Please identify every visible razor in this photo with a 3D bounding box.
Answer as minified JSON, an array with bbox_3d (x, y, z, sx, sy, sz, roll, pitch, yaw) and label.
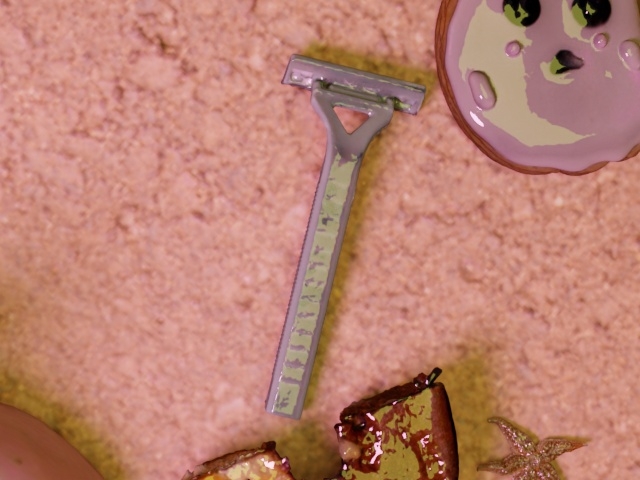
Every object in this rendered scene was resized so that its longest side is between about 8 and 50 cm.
[{"bbox_3d":[0.001,0.001,1.220,0.111,0.056,0.277,13,86,-9],"label":"razor"}]

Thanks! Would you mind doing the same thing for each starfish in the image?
[{"bbox_3d":[0.169,0.174,1.260,0.086,0.016,0.092,-37,91,-9],"label":"starfish"}]

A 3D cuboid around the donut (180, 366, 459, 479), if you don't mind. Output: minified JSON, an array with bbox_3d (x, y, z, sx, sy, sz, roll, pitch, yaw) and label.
[{"bbox_3d":[0.003,0.194,1.200,0.217,0.085,0.141,-17,91,-7],"label":"donut"}]

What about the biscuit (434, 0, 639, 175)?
[{"bbox_3d":[0.184,-0.152,1.256,0.181,0.049,0.208,-14,92,-9],"label":"biscuit"}]

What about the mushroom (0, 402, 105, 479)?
[{"bbox_3d":[-0.231,0.252,1.126,0.173,0.162,0.236,25,87,-5],"label":"mushroom"}]
